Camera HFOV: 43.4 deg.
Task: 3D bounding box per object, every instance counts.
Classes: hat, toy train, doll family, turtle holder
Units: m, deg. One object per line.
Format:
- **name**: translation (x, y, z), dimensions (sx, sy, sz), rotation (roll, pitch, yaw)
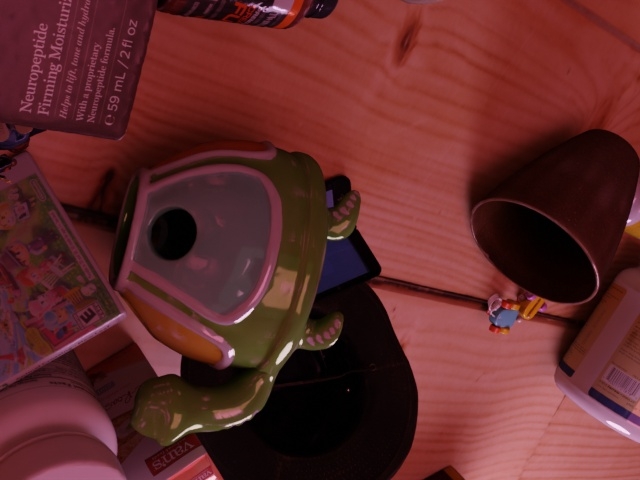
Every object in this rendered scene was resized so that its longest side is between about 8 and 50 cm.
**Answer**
- **hat**: translation (-0.037, 0.200, 1.080), dimensions (0.331, 0.331, 0.134), rotation (-25, 166, -21)
- **toy train**: translation (0.335, 0.085, 1.369), dimensions (0.166, 0.046, 0.125), rotation (-31, 128, -20)
- **doll family**: translation (-0.346, -0.077, 0.768), dimensions (0.193, 0.111, 0.076), rotation (-10, 87, -17)
- **turtle holder**: translation (-0.118, 0.040, 0.903), dimensions (0.227, 0.243, 0.320), rotation (13, 110, -23)

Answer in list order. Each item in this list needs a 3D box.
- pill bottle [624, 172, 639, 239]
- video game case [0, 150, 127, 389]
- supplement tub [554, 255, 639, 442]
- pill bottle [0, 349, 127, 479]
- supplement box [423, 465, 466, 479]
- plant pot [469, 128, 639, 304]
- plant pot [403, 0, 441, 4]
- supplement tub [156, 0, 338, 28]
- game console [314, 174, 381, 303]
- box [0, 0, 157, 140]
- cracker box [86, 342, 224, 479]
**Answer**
- **pill bottle**: translation (0.536, -0.065, 1.378), dimensions (0.184, 0.103, 0.103), rotation (18, 104, -40)
- **video game case**: translation (-0.327, 0.037, 0.789), dimensions (0.193, 0.212, 0.023), rotation (-31, 163, -16)
- **supplement tub**: translation (0.608, 0.191, 1.492), dimensions (0.228, 0.228, 0.316), rotation (22, 102, -41)
- **pill bottle**: translation (-0.306, 0.194, 0.829), dimensions (0.160, 0.283, 0.160), rotation (-16, 124, -26)
- **supplement box**: translation (0.219, 0.550, 1.456), dimensions (0.194, 0.191, 0.129), rotation (-21, 126, -25)
- **plant pot**: translation (0.384, -0.058, 1.230), dimensions (0.230, 0.215, 0.215), rotation (-46, 133, -22)
- **plant pot**: translation (0.066, -0.443, 0.727), dimensions (0.305, 0.334, 0.333), rotation (28, 98, -30)
- **supplement tub**: translation (-0.076, -0.277, 0.835), dimensions (0.198, 0.106, 0.106), rotation (-2, 117, -33)
- **game console**: translation (0.000, 0.000, 1.060), dimensions (0.144, 0.085, 0.124), rotation (-22, 126, -23)
- **box**: translation (-0.273, -0.202, 0.701), dimensions (0.203, 0.167, 0.168), rotation (4, 113, -36)
- **cracker box**: translation (-0.233, 0.238, 0.938), dimensions (0.156, 0.232, 0.067), rotation (-32, 130, -16)
